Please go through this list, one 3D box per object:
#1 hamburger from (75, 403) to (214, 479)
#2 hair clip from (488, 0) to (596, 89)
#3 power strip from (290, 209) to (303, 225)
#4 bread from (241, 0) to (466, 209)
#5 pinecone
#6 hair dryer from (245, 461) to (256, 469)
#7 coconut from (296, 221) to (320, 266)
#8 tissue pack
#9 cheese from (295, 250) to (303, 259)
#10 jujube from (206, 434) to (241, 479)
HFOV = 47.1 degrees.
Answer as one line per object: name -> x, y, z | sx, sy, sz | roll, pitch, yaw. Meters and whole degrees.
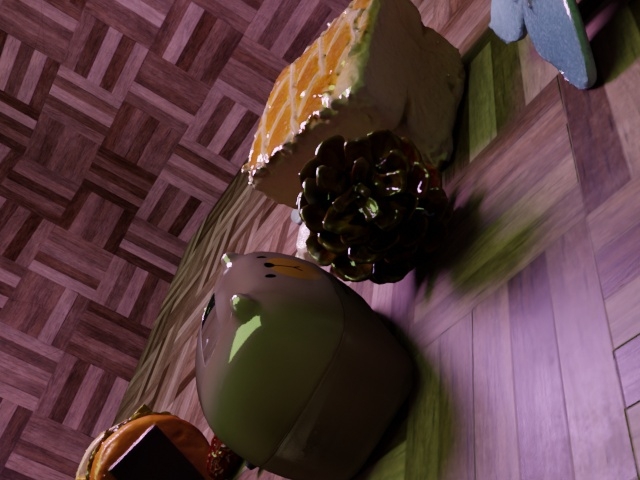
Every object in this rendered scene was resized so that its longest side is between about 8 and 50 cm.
hamburger -> -0.376, 0.504, 1.550 | 0.225, 0.291, 0.291 | -28, 36, 58
hair clip -> 0.330, -0.450, 1.028 | 0.238, 0.392, 0.318 | -33, 16, 3
power strip -> 0.019, -0.148, 1.867 | 0.265, 0.059, 0.193 | -59, 15, 2
bread -> 0.071, -0.251, 1.450 | 0.371, 0.279, 0.390 | -37, 26, 44
pinecone -> 0.071, -0.056, 1.123 | 0.244, 0.244, 0.309 | -64, -22, -13
hair dryer -> -0.114, 0.390, 1.388 | 0.079, 0.031, 0.083 | -52, 6, -7
coconut -> 0.007, -0.010, 1.569 | 0.110, 0.110, 0.124 | -45, 27, 46
tissue pack -> -0.053, 0.172, 1.112 | 0.267, 0.277, 0.387 | -61, 14, 7
cheese -> 0.000, 0.000, 1.690 | 0.194, 0.043, 0.065 | -46, 20, 42
jujube -> -0.187, 0.422, 1.479 | 0.077, 0.077, 0.129 | -134, 63, -74
